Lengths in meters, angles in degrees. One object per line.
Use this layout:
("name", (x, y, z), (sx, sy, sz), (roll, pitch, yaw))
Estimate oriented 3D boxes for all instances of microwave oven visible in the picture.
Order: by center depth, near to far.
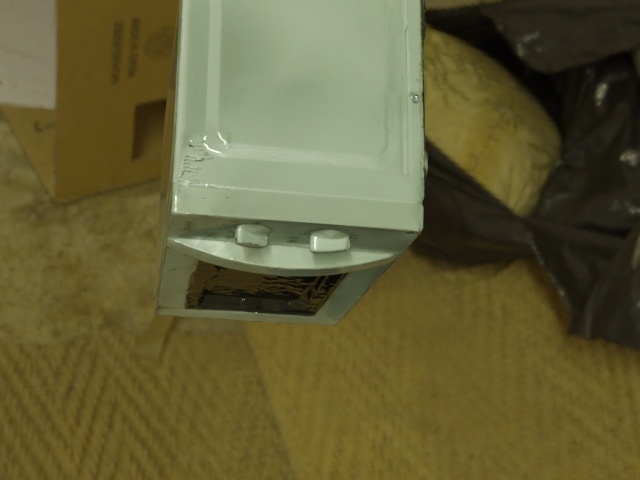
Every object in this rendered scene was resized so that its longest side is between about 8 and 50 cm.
("microwave oven", (-0.022, -0.046, 0.580), (0.123, 0.208, 0.162), (5, 73, -10))
